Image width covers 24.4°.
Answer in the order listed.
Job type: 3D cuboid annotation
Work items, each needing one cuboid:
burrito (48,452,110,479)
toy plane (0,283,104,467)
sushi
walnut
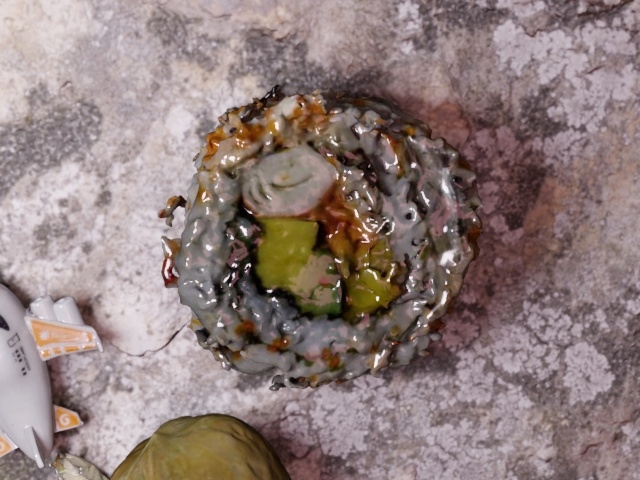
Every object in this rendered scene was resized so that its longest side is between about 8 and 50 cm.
[{"bbox_3d":[-0.275,0.339,1.927,0.045,0.041,0.185,-28,111,38],"label":"burrito"},{"bbox_3d":[-0.388,0.163,1.829,0.244,0.117,0.245,-2,102,-10],"label":"toy plane"},{"bbox_3d":[-0.004,0.003,1.843,0.417,0.176,0.418,-2,101,-11],"label":"sushi"},{"bbox_3d":[-0.135,0.353,1.855,0.227,0.283,0.283,-28,107,21],"label":"walnut"}]
